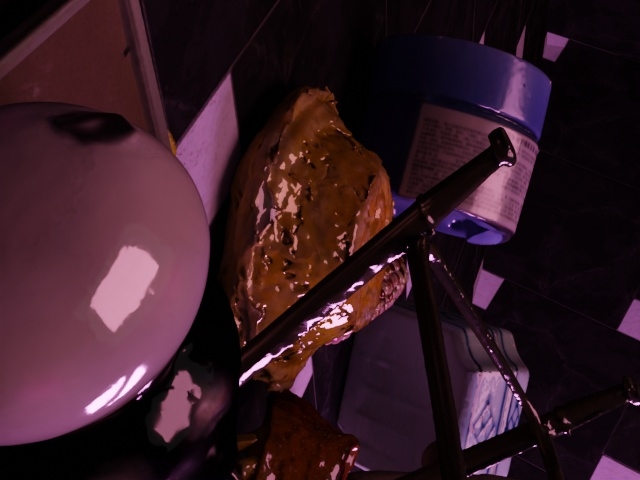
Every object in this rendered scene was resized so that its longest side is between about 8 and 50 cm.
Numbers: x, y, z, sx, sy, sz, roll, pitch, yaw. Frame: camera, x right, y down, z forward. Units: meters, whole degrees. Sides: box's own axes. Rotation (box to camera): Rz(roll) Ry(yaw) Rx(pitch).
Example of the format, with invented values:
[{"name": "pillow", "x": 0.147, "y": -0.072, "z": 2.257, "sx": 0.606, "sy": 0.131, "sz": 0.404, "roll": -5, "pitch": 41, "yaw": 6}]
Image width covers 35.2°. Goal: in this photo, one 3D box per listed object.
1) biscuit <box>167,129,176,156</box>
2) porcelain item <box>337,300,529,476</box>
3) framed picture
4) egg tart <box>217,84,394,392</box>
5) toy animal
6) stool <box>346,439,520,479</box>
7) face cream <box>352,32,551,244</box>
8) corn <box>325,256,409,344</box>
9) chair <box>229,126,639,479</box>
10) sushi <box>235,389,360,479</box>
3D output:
[{"name": "biscuit", "x": -0.137, "y": -0.050, "z": 0.786, "sx": 0.084, "sy": 0.023, "sz": 0.084, "roll": 12, "pitch": 90, "yaw": -74}, {"name": "porcelain item", "x": 0.175, "y": 0.249, "z": 1.591, "sx": 0.157, "sy": 0.286, "sz": 0.281, "roll": 6, "pitch": 96, "yaw": -40}, {"name": "framed picture", "x": -0.169, "y": 0.004, "z": 0.677, "sx": 0.240, "sy": 0.020, "sz": 0.324, "roll": -56, "pitch": 153, "yaw": -36}, {"name": "egg tart", "x": 0.000, "y": -0.001, "z": 1.101, "sx": 0.341, "sy": 0.132, "sz": 0.341, "roll": 11, "pitch": 90, "yaw": -73}, {"name": "toy animal", "x": -0.135, "y": 0.036, "z": 0.529, "sx": 0.187, "sy": 0.165, "sz": 0.235, "roll": -55, "pitch": 152, "yaw": -27}, {"name": "stool", "x": 0.085, "y": 0.410, "z": 1.312, "sx": 0.226, "sy": 0.310, "sz": 0.310, "roll": -147, "pitch": -113, "yaw": -66}, {"name": "face cream", "x": 0.165, "y": -0.131, "z": 1.357, "sx": 0.249, "sy": 0.249, "sz": 0.225, "roll": 35, "pitch": 69, "yaw": -73}, {"name": "corn", "x": 0.049, "y": 0.074, "z": 1.420, "sx": 0.280, "sy": 0.092, "sz": 0.092, "roll": -29, "pitch": 130, "yaw": -64}, {"name": "chair", "x": 0.055, "y": 0.224, "z": 0.791, "sx": 0.364, "sy": 0.410, "sz": 0.362, "roll": 52, "pitch": 21, "yaw": -37}, {"name": "sushi", "x": -0.066, "y": 0.282, "z": 1.079, "sx": 0.167, "sy": 0.179, "sz": 0.296, "roll": 108, "pitch": 3, "yaw": -69}]
